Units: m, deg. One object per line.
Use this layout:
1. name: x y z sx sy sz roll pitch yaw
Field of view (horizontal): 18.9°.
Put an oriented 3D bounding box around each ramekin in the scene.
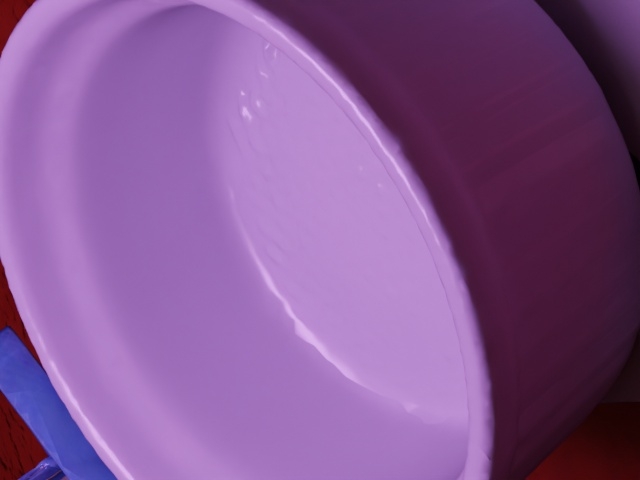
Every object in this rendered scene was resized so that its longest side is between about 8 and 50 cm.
1. ramekin: 0.000 0.000 0.794 0.277 0.135 0.277 25 129 35

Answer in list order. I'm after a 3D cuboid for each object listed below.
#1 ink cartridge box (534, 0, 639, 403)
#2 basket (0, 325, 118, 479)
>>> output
1. ink cartridge box: 0.159 -0.089 0.734 0.261 0.066 0.296 -12 98 57
2. basket: -0.084 0.189 1.064 0.255 0.201 0.289 50 173 24
